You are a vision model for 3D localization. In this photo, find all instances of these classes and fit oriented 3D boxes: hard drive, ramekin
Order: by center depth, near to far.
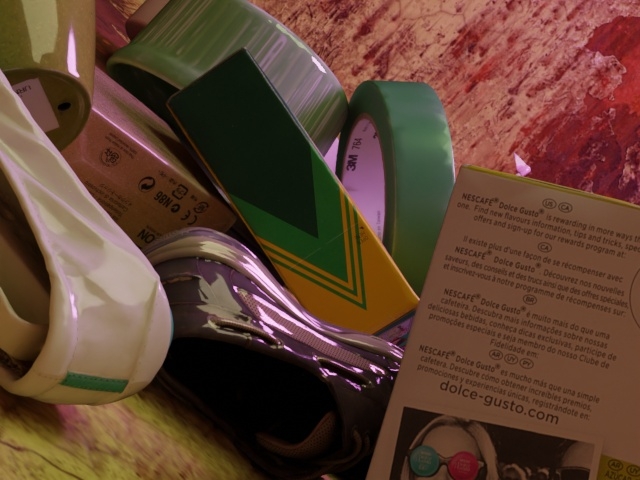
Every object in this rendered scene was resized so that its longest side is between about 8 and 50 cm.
[{"bbox_3d":[-0.143,-0.056,1.876,0.203,0.040,0.307,41,7,-20],"label":"hard drive"},{"bbox_3d":[-0.109,-0.188,1.992,0.303,0.148,0.303,35,-13,9],"label":"ramekin"}]

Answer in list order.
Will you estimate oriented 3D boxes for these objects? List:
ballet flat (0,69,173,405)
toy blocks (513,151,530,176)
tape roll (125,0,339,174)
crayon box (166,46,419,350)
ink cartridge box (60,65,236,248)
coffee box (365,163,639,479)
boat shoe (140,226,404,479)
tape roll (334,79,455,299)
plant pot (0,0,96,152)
[{"bbox_3d":[-0.251,-0.052,0.993,0.400,0.139,0.139,47,8,19],"label":"ballet flat"},{"bbox_3d":[0.264,0.044,2.135,0.288,0.260,0.309,53,-21,11],"label":"toy blocks"},{"bbox_3d":[-0.127,-0.214,2.329,0.392,0.072,0.392,41,-10,9],"label":"tape roll"},{"bbox_3d":[0.000,0.000,1.642,0.313,0.106,0.363,55,0,16],"label":"crayon box"},{"bbox_3d":[-0.213,-0.094,1.512,0.235,0.088,0.193,37,9,-44],"label":"ink cartridge box"},{"bbox_3d":[0.259,0.165,1.166,0.338,0.334,0.337,15,-5,24],"label":"coffee box"},{"bbox_3d":[-0.019,0.134,1.239,0.355,0.132,0.130,34,30,-27],"label":"boat shoe"},{"bbox_3d":[0.086,-0.039,1.950,0.077,0.321,0.321,1,21,-13],"label":"tape roll"},{"bbox_3d":[-0.287,-0.202,1.207,0.275,0.275,0.293,32,31,-59],"label":"plant pot"}]
